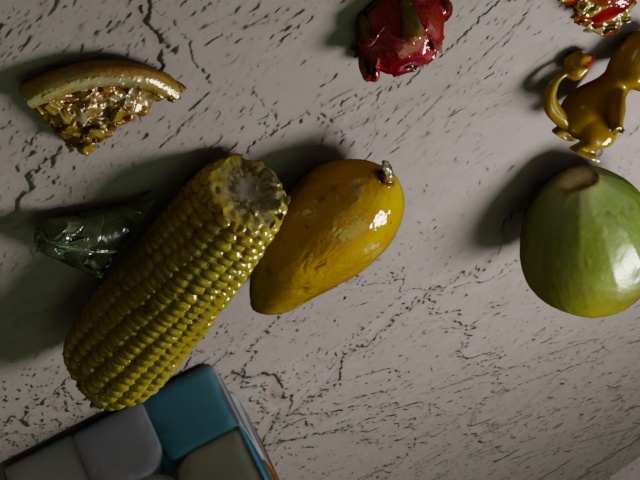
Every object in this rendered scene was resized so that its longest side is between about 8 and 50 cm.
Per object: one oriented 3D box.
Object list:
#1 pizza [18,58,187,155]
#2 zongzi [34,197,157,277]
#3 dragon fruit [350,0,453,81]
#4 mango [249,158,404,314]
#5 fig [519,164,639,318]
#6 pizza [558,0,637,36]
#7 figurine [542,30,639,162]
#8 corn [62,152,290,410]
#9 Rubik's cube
[{"bbox_3d":[-0.228,-0.131,1.398,0.178,0.041,0.131,3,141,-44],"label":"pizza"},{"bbox_3d":[-0.252,-0.021,1.553,0.119,0.055,0.109,-47,147,9],"label":"zongzi"},{"bbox_3d":[0.095,-0.218,1.514,0.126,0.068,0.112,-37,153,16],"label":"dragon fruit"},{"bbox_3d":[0.000,0.000,1.737,0.176,0.119,0.317,-15,155,-37],"label":"mango"},{"bbox_3d":[0.388,-0.010,1.998,0.207,0.207,0.230,-12,114,-27],"label":"fig"},{"bbox_3d":[0.337,-0.290,1.614,0.188,0.062,0.199,-26,153,0],"label":"pizza"},{"bbox_3d":[0.355,-0.201,1.764,0.176,0.121,0.122,-47,121,6],"label":"figurine"},{"bbox_3d":[-0.182,0.058,1.653,0.144,0.144,0.387,2,137,-43],"label":"corn"},{"bbox_3d":[-0.208,0.448,2.051,0.346,0.347,0.344,-25,151,-3],"label":"Rubik's cube"}]
